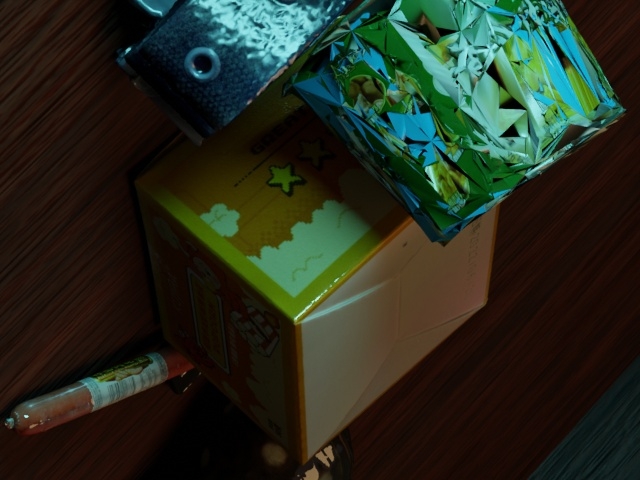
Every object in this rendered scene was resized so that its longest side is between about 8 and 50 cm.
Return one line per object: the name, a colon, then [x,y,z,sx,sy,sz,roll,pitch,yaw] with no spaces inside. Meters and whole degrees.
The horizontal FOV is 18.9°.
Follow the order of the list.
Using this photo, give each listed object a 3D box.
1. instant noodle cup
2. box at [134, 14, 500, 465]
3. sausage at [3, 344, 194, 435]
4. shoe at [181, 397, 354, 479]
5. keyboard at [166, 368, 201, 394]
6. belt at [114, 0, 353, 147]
instant noodle cup: [0.112,-0.116,1.492,0.240,0.178,0.240,-36,177,-2]
box: [0.000,0.000,1.721,0.259,0.214,0.283,-39,155,-21]
sausage: [-0.192,0.134,1.779,0.253,0.034,0.034,-20,143,-46]
shoe: [-0.117,0.317,2.052,0.237,0.171,0.384,-36,162,-43]
keyboard: [-0.074,0.059,1.921,0.230,0.025,0.093,-45,160,-13]
belt: [-0.053,-0.190,1.450,0.218,0.128,0.122,-45,-173,-18]
